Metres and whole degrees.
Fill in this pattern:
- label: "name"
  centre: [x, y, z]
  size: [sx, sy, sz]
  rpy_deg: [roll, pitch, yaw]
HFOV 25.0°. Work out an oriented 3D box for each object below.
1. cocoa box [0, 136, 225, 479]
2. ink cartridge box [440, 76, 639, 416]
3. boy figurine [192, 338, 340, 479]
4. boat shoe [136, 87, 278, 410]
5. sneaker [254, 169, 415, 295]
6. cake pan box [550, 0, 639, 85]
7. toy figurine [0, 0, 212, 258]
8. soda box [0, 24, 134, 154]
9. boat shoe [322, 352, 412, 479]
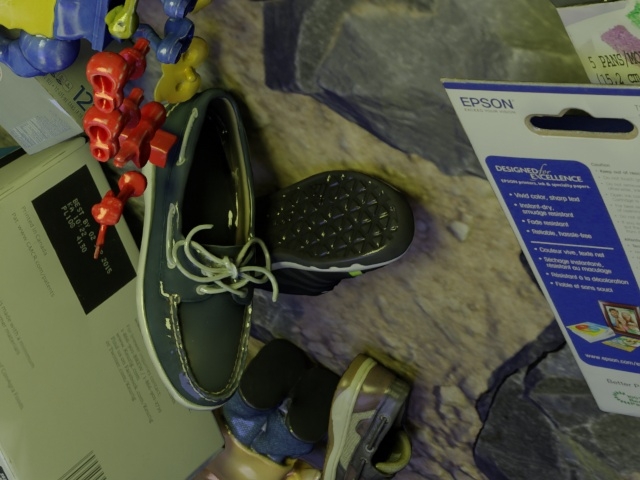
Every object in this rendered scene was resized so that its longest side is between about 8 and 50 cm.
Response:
- label: "cocoa box"
  centre: [-0.294, 0.109, 1.361]
  size: [0.228, 0.231, 0.347]
  rpy_deg: [-2, 118, 43]
- label: "ink cartridge box"
  centre: [0.227, 0.006, 0.976]
  size: [0.176, 0.069, 0.371]
  rpy_deg: [6, 146, 35]
- label: "boy figurine"
  centre: [-0.066, 0.210, 1.488]
  size: [0.177, 0.092, 0.285]
  rpy_deg: [33, 148, 0]
- label: "boat shoe"
  centre: [-0.087, 0.006, 1.142]
  size: [0.095, 0.254, 0.079]
  rpy_deg: [7, 168, -34]
- label: "sneaker"
  centre: [0.000, 0.000, 1.201]
  size: [0.235, 0.084, 0.097]
  rpy_deg: [-5, 157, 43]
- label: "cake pan box"
  centre: [0.216, -0.196, 0.756]
  size: [0.267, 0.070, 0.245]
  rpy_deg: [1, 133, 41]
- label: "toy figurine"
  centre: [-0.195, -0.187, 0.965]
  size: [0.217, 0.191, 0.362]
  rpy_deg: [21, 140, 4]
- label: "soda box"
  centre: [-0.277, -0.206, 1.128]
  size: [0.091, 0.098, 0.286]
  rpy_deg: [-17, 123, 48]
- label: "boat shoe"
  centre: [0.051, 0.200, 1.386]
  size: [0.073, 0.080, 0.223]
  rpy_deg: [25, 142, 22]
